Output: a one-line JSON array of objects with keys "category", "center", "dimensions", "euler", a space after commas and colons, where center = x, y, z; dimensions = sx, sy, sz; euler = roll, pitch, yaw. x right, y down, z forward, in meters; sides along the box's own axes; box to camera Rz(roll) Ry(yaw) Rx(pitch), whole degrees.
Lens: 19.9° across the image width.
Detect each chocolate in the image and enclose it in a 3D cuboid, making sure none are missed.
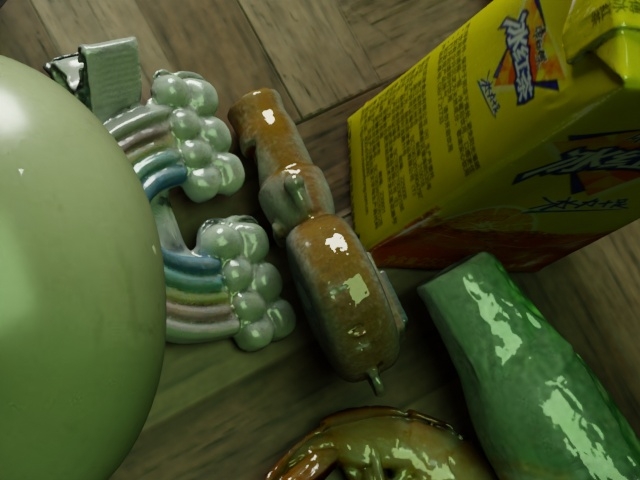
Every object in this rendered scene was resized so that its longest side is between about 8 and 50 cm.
[{"category": "chocolate", "center": [0.159, 0.140, 1.174], "dimensions": [0.110, 0.110, 0.291], "euler": [-32, 89, -27]}]

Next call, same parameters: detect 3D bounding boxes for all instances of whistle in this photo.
[{"category": "whistle", "center": [0.000, 0.000, 1.162], "dimensions": [0.057, 0.107, 0.220], "euler": [-24, 68, -5]}]

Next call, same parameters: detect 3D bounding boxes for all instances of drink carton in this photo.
[{"category": "drink carton", "center": [0.149, -0.076, 1.099], "dimensions": [0.155, 0.351, 0.111], "euler": [2, 75, -23]}]

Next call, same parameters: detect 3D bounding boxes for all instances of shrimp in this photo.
[{"category": "shrimp", "center": [0.015, 0.176, 1.137], "dimensions": [0.236, 0.053, 0.133], "euler": [-18, 86, -30]}]

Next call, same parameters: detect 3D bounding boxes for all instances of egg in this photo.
[{"category": "egg", "center": [-0.194, 0.026, 1.003], "dimensions": [0.219, 0.219, 0.269], "euler": [-3, 76, -23]}]

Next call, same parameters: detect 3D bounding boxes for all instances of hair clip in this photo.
[{"category": "hair clip", "center": [-0.107, -0.023, 1.151], "dimensions": [0.140, 0.054, 0.220], "euler": [-17, 85, -37]}]

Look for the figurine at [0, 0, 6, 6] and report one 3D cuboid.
[{"category": "figurine", "center": [-0.248, -0.203, 1.107], "dimensions": [0.157, 0.126, 0.114], "euler": [54, 20, -2]}]
